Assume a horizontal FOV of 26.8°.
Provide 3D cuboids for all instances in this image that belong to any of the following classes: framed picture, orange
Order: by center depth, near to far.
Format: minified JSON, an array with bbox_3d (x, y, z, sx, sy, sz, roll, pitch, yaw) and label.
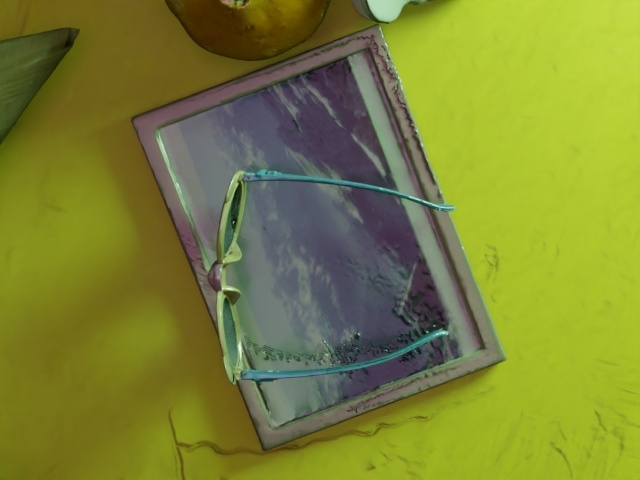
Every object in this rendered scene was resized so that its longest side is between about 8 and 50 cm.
[{"bbox_3d":[-0.064,-0.232,1.165,0.155,0.134,0.154,0,102,-1],"label":"orange"},{"bbox_3d":[0.000,0.000,1.239,0.247,0.022,0.335,-20,95,3],"label":"framed picture"}]

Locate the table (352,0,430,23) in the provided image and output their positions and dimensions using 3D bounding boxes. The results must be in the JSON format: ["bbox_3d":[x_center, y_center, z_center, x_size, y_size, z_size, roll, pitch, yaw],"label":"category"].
[{"bbox_3d":[0.072,-0.293,1.149,0.167,0.166,0.198,-14,101,2],"label":"table"}]

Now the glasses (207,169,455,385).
[{"bbox_3d":[0.004,0.031,1.213,0.221,0.088,0.189,-1,95,-18],"label":"glasses"}]

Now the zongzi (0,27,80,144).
[{"bbox_3d":[-0.338,-0.023,1.190,0.318,0.154,0.289,-13,103,-5],"label":"zongzi"}]
